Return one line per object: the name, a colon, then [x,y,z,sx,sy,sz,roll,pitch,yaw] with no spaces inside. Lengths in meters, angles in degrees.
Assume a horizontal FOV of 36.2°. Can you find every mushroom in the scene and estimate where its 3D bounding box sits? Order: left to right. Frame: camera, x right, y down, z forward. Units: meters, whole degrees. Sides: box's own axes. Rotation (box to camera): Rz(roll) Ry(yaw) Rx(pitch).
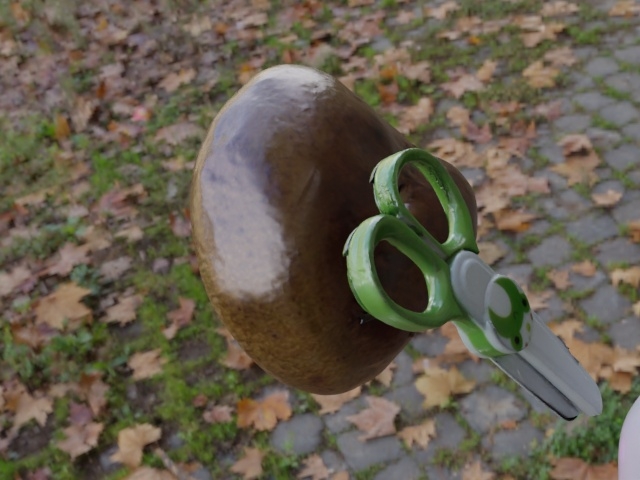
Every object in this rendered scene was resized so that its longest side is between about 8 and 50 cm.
mushroom: [0.000,0.000,1.027,0.259,0.345,0.345,-20,22,47]

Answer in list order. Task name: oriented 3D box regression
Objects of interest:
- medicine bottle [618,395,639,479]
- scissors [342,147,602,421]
medicine bottle: [0.227,0.237,0.526,0.130,0.341,0.130,1,-6,0]
scissors: [0.093,0.042,0.537,0.027,0.204,0.101,-19,38,45]
